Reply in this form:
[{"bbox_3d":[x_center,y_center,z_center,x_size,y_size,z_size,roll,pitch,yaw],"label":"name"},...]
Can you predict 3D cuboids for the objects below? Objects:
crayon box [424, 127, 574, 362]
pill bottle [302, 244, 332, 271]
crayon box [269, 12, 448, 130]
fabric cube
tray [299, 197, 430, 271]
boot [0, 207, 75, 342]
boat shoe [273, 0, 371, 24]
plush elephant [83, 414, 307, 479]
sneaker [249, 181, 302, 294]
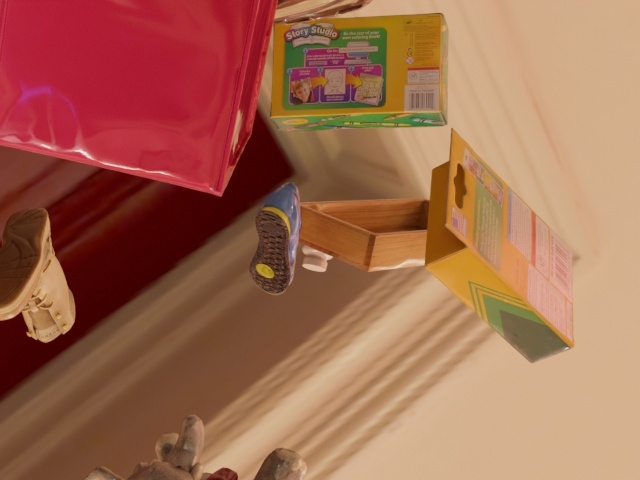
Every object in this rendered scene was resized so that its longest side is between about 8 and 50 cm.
[{"bbox_3d":[0.256,0.011,1.931,0.083,0.323,0.203,-26,-142,33],"label":"crayon box"},{"bbox_3d":[0.000,0.000,2.651,0.067,0.067,0.120,0,-109,42],"label":"pill bottle"},{"bbox_3d":[0.062,-0.268,2.070,0.278,0.081,0.165,-1,-102,12],"label":"crayon box"},{"bbox_3d":[-0.191,-0.227,1.410,0.258,0.254,0.259,12,-160,0],"label":"fabric cube"},{"bbox_3d":[0.147,-0.015,2.451,0.203,0.076,0.411,22,-164,37],"label":"tray"},{"bbox_3d":[-0.476,0.095,2.130,0.095,0.203,0.262,-8,-146,4],"label":"boot"},{"bbox_3d":[-0.048,-0.320,1.743,0.257,0.095,0.095,-9,-118,8],"label":"boat shoe"},{"bbox_3d":[-0.217,0.401,2.048,0.272,0.255,0.330,11,-126,22],"label":"plush elephant"},{"bbox_3d":[-0.058,-0.001,1.926,0.069,0.209,0.082,22,-129,11],"label":"sneaker"}]
